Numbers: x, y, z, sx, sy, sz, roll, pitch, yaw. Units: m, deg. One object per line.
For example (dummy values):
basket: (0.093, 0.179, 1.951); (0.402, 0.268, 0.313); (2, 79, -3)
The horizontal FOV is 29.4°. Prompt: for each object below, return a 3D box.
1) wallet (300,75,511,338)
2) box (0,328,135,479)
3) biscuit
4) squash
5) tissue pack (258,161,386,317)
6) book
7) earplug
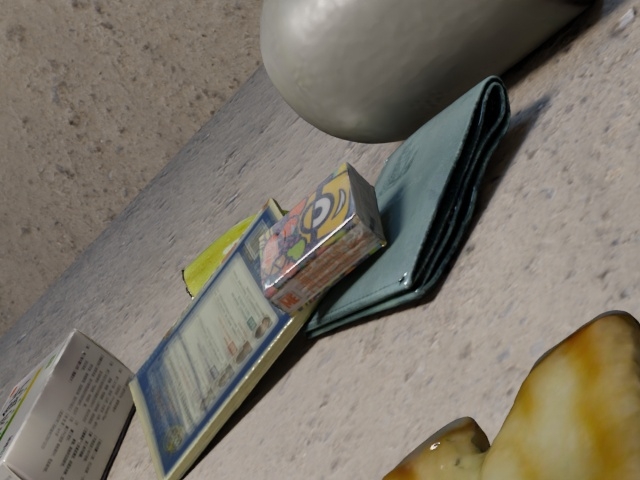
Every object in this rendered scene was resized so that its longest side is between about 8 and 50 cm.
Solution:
wallet: (0.097, -0.028, 1.375); (0.251, 0.054, 0.290); (-33, 28, 60)
box: (-0.395, 0.304, 1.755); (0.173, 0.145, 0.333); (-43, 16, 28)
biscuit: (0.128, 0.182, 0.751); (0.237, 0.062, 0.290); (-42, 16, 21)
squash: (-0.089, 0.027, 1.622); (0.187, 0.123, 0.123); (-43, 16, 22)
tissue pack: (0.000, 0.000, 1.351); (0.148, 0.060, 0.108); (-40, 30, 22)
book: (-0.121, 0.121, 1.494); (0.322, 0.018, 0.228); (-52, 31, 13)
earplug: (0.111, -0.299, 1.535); (0.394, 0.313, 0.312); (-41, 16, 37)
